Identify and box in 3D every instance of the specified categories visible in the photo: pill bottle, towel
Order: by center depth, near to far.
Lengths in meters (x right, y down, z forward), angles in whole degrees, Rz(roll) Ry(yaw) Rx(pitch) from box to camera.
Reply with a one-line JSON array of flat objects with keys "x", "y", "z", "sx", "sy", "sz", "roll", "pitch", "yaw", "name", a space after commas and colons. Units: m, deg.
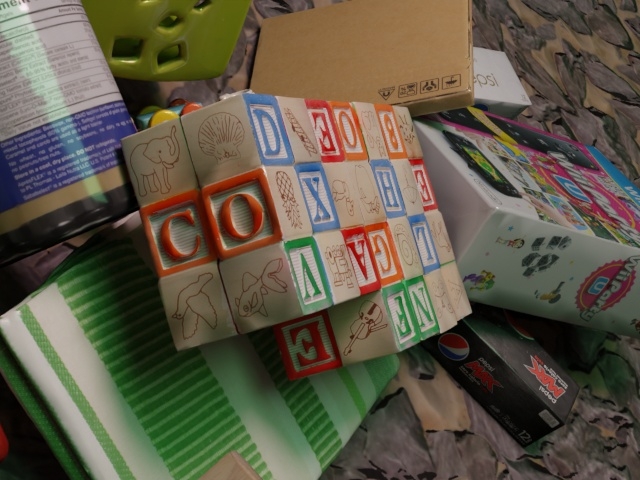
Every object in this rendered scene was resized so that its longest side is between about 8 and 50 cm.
[{"x": -0.192, "y": -0.102, "z": 0.694, "sx": 0.123, "sy": 0.123, "sz": 0.219, "roll": -29, "pitch": 98, "yaw": -49, "name": "pill bottle"}, {"x": -0.069, "y": 0.076, "z": 0.812, "sx": 0.248, "sy": 0.038, "sz": 0.325, "roll": 61, "pitch": 36, "yaw": -13, "name": "towel"}]

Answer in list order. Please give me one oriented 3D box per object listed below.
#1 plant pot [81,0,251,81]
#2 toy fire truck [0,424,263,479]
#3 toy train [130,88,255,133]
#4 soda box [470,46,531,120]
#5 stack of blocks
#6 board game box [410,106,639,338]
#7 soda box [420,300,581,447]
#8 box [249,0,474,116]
[{"x": -0.181, "y": -0.253, "z": 0.843, "sx": 0.207, "sy": 0.227, "sz": 0.228, "roll": -19, "pitch": 55, "yaw": -41, "name": "plant pot"}, {"x": -0.170, "y": 0.158, "z": 0.612, "sx": 0.246, "sy": 0.158, "sz": 0.217, "roll": -11, "pitch": 67, "yaw": -51, "name": "toy fire truck"}, {"x": -0.121, "y": -0.072, "z": 0.873, "sx": 0.166, "sy": 0.125, "sz": 0.046, "roll": -33, "pitch": 116, "yaw": -54, "name": "toy train"}, {"x": 0.111, "y": -0.155, "z": 1.171, "sx": 0.216, "sy": 0.069, "sz": 0.074, "roll": 1, "pitch": 59, "yaw": -42, "name": "soda box"}, {"x": 0.000, "y": 0.000, "z": 0.777, "sx": 0.297, "sy": 0.087, "sz": 0.171, "roll": -11, "pitch": 84, "yaw": -67, "name": "stack of blocks"}, {"x": 0.186, "y": -0.026, "z": 1.058, "sx": 0.303, "sy": 0.097, "sz": 0.224, "roll": 13, "pitch": 29, "yaw": -37, "name": "board game box"}, {"x": 0.148, "y": 0.097, "z": 1.016, "sx": 0.169, "sy": 0.053, "sz": 0.060, "roll": 46, "pitch": 40, "yaw": -5, "name": "soda box"}, {"x": 0.036, "y": -0.161, "z": 1.028, "sx": 0.021, "sy": 0.201, "sz": 0.164, "roll": 65, "pitch": 22, "yaw": -43, "name": "box"}]
